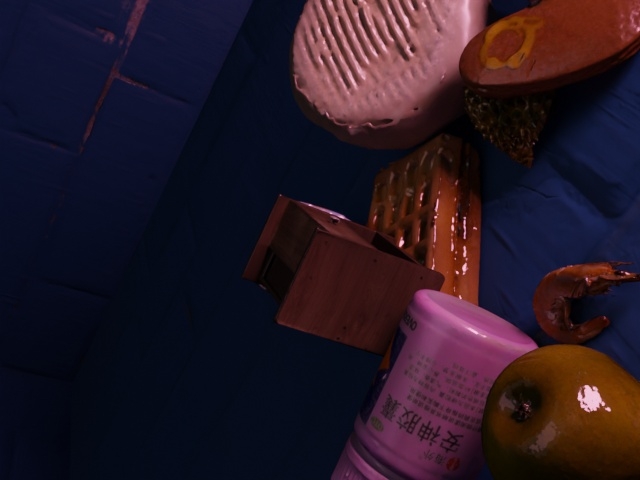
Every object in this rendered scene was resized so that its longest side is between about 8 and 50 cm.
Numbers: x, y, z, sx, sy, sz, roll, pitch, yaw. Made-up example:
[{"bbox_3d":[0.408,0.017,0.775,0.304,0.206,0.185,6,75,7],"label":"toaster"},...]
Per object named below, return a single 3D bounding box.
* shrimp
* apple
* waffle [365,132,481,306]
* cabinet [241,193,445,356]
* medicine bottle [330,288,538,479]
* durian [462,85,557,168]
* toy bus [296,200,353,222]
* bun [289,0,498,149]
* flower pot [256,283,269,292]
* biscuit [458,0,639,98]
[{"bbox_3d":[0.318,0.075,0.944,0.162,0.045,0.095,-21,54,55],"label":"shrimp"},{"bbox_3d":[0.262,0.207,0.837,0.196,0.156,0.197,-40,34,34],"label":"apple"},{"bbox_3d":[0.156,0.010,1.252,0.224,0.098,0.328,-28,47,53],"label":"waffle"},{"bbox_3d":[0.029,0.048,1.115,0.148,0.215,0.175,-66,25,9],"label":"cabinet"},{"bbox_3d":[0.145,0.227,1.025,0.291,0.178,0.178,-65,26,10],"label":"medicine bottle"},{"bbox_3d":[0.281,-0.219,1.134,0.108,0.118,0.187,-44,35,50],"label":"durian"},{"bbox_3d":[0.000,0.000,1.399,0.330,0.135,0.109,129,155,-89],"label":"toy bus"},{"bbox_3d":[0.124,-0.315,1.315,0.359,0.211,0.360,-1,88,22],"label":"bun"},{"bbox_3d":[-0.079,0.079,1.675,0.089,0.111,0.111,-56,25,-4],"label":"flower pot"},{"bbox_3d":[0.319,-0.332,1.085,0.262,0.052,0.277,-7,61,30],"label":"biscuit"}]
